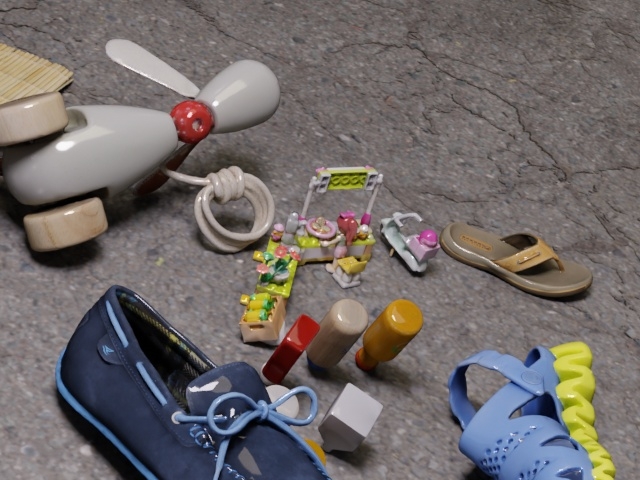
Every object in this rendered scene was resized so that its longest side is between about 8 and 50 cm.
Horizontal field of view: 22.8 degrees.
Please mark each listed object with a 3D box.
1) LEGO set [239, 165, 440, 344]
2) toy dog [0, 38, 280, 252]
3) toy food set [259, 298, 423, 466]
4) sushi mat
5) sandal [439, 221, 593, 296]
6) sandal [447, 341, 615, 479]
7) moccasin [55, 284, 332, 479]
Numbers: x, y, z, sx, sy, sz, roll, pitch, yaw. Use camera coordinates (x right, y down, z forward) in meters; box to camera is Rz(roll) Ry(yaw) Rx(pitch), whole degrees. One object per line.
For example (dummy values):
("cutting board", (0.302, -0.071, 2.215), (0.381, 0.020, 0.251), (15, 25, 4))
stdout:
("LEGO set", (0.000, 0.000, 1.661), (0.132, 0.107, 0.287), (38, 39, 27))
("toy dog", (-0.214, -0.102, 1.667), (0.333, 0.220, 0.161), (0, 6, -37))
("toy food set", (-0.004, 0.144, 1.500), (0.111, 0.104, 0.232), (33, 53, -1))
("sushi mat", (-0.390, -0.166, 1.741), (0.151, 0.019, 0.316), (19, 23, 4))
("sandal", (0.224, 0.014, 1.796), (0.180, 0.049, 0.072), (22, 34, 6))
("sandal", (0.191, 0.201, 1.471), (0.138, 0.126, 0.317), (10, 27, -5))
("moccasin", (-0.098, 0.152, 1.352), (0.342, 0.117, 0.137), (31, 16, 25))
